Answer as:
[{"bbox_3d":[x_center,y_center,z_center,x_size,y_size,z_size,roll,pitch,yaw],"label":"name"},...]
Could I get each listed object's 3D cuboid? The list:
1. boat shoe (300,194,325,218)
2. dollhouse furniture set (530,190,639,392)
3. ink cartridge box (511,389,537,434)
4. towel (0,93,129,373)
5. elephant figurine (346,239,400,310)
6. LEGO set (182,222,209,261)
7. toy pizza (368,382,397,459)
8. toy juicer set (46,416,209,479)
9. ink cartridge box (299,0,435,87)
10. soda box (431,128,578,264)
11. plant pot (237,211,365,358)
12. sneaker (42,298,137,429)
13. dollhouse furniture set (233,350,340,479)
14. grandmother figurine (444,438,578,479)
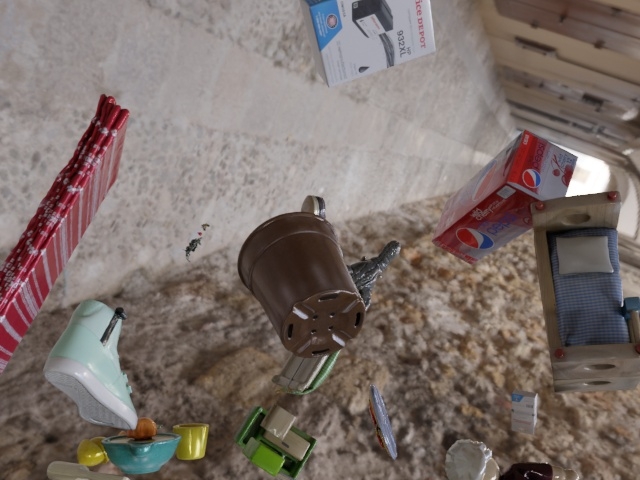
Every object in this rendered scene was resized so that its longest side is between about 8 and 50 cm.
[{"bbox_3d":[0.000,0.000,1.529,0.103,0.092,0.285,-112,-161,-49],"label":"boat shoe"},{"bbox_3d":[0.268,0.038,0.457,0.129,0.183,0.129,47,40,-59],"label":"dollhouse furniture set"},{"bbox_3d":[0.431,0.363,1.254,0.028,0.048,0.083,-18,109,-59],"label":"ink cartridge box"},{"bbox_3d":[-0.261,0.009,0.562,0.275,0.031,0.199,-67,-166,-21],"label":"towel"},{"bbox_3d":[0.064,0.109,1.386,0.239,0.169,0.186,-48,-148,41],"label":"elephant figurine"},{"bbox_3d":[-0.245,0.000,1.149,0.054,0.023,0.083,-30,-142,46],"label":"LEGO set"},{"bbox_3d":[0.158,0.482,1.574,0.201,0.032,0.201,-19,90,-83],"label":"toy pizza"},{"bbox_3d":[-0.347,0.357,1.038,0.329,0.209,0.090,38,50,-74],"label":"toy juicer set"},{"bbox_3d":[0.124,-0.561,1.529,0.307,0.129,0.223,-20,129,-4],"label":"ink cartridge box"},{"bbox_3d":[0.256,-0.053,0.867,0.092,0.083,0.263,-65,-177,-21],"label":"soda box"},{"bbox_3d":[-0.020,0.071,0.865,0.166,0.165,0.167,-13,129,-16],"label":"plant pot"},{"bbox_3d":[-0.336,0.201,0.952,0.256,0.094,0.151,84,14,-50],"label":"sneaker"},{"bbox_3d":[-0.017,0.326,1.186,0.302,0.151,0.197,-57,-168,-17],"label":"dollhouse furniture set"},{"bbox_3d":[0.358,0.462,0.989,0.208,0.342,0.104,-42,161,-40],"label":"grandmother figurine"}]
